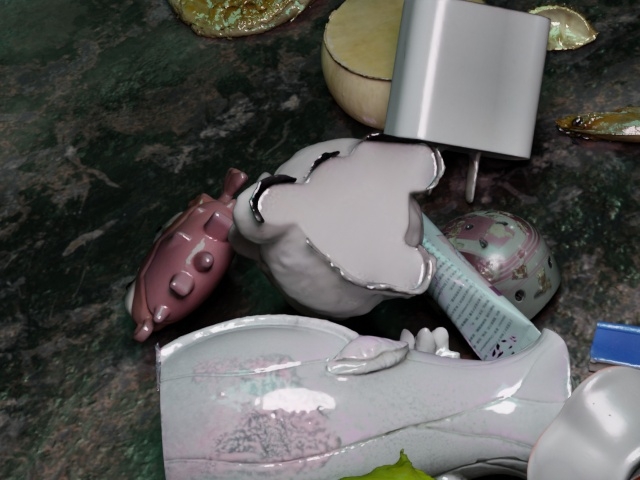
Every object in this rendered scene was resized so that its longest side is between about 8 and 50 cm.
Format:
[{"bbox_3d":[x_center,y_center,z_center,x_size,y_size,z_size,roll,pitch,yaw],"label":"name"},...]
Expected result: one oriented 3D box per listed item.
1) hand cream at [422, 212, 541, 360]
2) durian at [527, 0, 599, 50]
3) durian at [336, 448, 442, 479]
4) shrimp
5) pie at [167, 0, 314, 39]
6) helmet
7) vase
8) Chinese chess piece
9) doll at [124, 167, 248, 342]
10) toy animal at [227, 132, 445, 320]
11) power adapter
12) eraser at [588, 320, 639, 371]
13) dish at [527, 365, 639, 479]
[{"bbox_3d":[0.132,0.027,1.741,0.058,0.085,0.331,-2,44,-45],"label":"hand cream"},{"bbox_3d":[0.335,-0.310,2.139,0.130,0.052,0.066,-2,48,8],"label":"durian"},{"bbox_3d":[0.033,0.371,1.391,0.256,0.204,0.339,-4,61,8],"label":"durian"},{"bbox_3d":[0.409,-0.156,1.986,0.190,0.042,0.101,-3,25,9],"label":"shrimp"},{"bbox_3d":[-0.114,-0.416,2.329,0.274,0.055,0.274,-8,49,9],"label":"pie"},{"bbox_3d":[0.200,0.022,1.802,0.177,0.107,0.153,26,58,30],"label":"helmet"},{"bbox_3d":[0.053,0.197,1.579,0.446,0.250,0.250,-4,45,1],"label":"vase"},{"bbox_3d":[0.128,-0.266,2.098,0.257,0.104,0.257,-5,45,5],"label":"Chinese chess piece"},{"bbox_3d":[-0.161,0.018,1.837,0.262,0.093,0.211,-60,17,-18],"label":"doll"},{"bbox_3d":[0.000,0.000,1.683,0.258,0.357,0.193,21,74,-13],"label":"toy animal"},{"bbox_3d":[0.185,-0.178,1.927,0.187,0.255,0.124,9,0,-13],"label":"power adapter"},{"bbox_3d":[0.357,0.128,1.721,0.085,0.027,0.063,9,49,19],"label":"eraser"},{"bbox_3d":[0.322,0.238,1.473,0.229,0.229,0.081,-23,21,-12],"label":"dish"}]
